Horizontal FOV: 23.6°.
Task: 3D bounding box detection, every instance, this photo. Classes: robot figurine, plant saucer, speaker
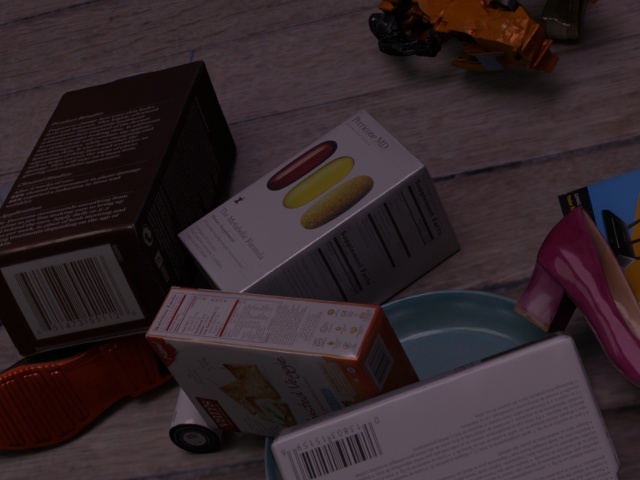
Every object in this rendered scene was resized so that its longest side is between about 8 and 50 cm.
[{"bbox_3d":[0.184,-0.285,1.804,0.291,0.085,0.211,22,75,52],"label":"robot figurine"},{"bbox_3d":[0.101,0.182,1.461,0.317,0.044,0.317,-15,44,15],"label":"plant saucer"},{"bbox_3d":[-0.119,0.151,1.594,0.055,0.055,0.136,-8,46,21],"label":"speaker"}]

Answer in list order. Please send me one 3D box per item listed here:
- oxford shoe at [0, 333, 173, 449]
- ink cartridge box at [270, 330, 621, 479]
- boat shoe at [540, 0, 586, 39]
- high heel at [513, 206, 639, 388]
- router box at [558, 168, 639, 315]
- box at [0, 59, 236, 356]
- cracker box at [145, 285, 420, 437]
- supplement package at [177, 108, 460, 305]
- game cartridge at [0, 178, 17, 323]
[{"bbox_3d":[-0.271,0.147,1.666,0.271,0.097,0.098,-21,23,1],"label":"oxford shoe"},{"bbox_3d":[0.126,0.235,1.317,0.275,0.239,0.060,-20,0,4],"label":"ink cartridge box"},{"bbox_3d":[0.307,-0.300,1.813,0.048,0.056,0.153,13,58,27],"label":"boat shoe"},{"bbox_3d":[0.299,0.069,1.396,0.244,0.082,0.117,32,98,33],"label":"high heel"},{"bbox_3d":[0.320,0.007,1.514,0.133,0.046,0.179,-19,43,10],"label":"router box"},{"bbox_3d":[-0.230,-0.045,1.716,0.191,0.143,0.381,-11,32,16],"label":"box"},{"bbox_3d":[-0.029,0.123,1.439,0.232,0.156,0.067,4,52,31],"label":"cracker box"},{"bbox_3d":[0.000,0.000,1.620,0.244,0.134,0.139,-35,43,-8],"label":"supplement package"},{"bbox_3d":[-0.440,0.041,1.867,0.297,0.062,0.198,-31,47,-4],"label":"game cartridge"}]
